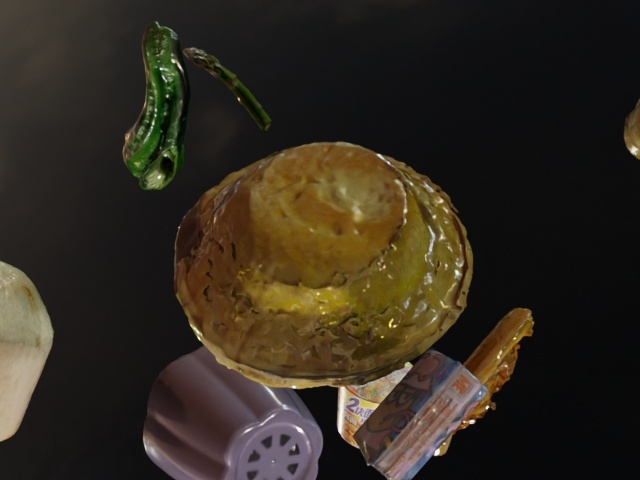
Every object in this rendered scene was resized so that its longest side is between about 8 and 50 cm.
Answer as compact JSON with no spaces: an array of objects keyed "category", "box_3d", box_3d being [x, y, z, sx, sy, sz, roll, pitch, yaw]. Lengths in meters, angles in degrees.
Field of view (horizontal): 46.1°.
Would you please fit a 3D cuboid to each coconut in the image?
[{"category":"coconut","box_3d":[-0.722,0.226,1.427,0.345,0.415,0.415,28,-98,27]}]

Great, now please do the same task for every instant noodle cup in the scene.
[{"category":"instant noodle cup","box_3d":[0.131,0.397,1.833,0.213,0.213,0.174,-124,-143,-56]}]

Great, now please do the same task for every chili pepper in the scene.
[{"category":"chili pepper","box_3d":[-0.130,-0.089,0.597,0.182,0.050,0.073,126,-21,-63]}]

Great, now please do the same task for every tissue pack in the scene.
[{"category":"tissue pack","box_3d":[0.115,0.208,0.893,0.155,0.065,0.115,-46,-174,-5]}]

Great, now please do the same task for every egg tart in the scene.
[{"category":"egg tart","box_3d":[0.000,0.000,1.064,0.443,0.178,0.443,-2,-130,2]}]

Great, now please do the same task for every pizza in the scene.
[{"category":"pizza","box_3d":[0.253,0.226,1.194,0.271,0.134,0.056,-50,-129,-5]}]

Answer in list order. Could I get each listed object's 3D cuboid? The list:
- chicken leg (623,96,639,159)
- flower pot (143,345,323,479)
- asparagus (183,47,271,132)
[{"category":"chicken leg","box_3d":[0.667,-0.215,1.100,0.429,0.152,0.201,-14,-155,20]},{"category":"flower pot","box_3d":[-0.128,0.321,1.250,0.243,0.265,0.265,11,-111,56]},{"category":"asparagus","box_3d":[-0.133,-0.233,1.165,0.027,0.236,0.034,29,-98,38]}]
